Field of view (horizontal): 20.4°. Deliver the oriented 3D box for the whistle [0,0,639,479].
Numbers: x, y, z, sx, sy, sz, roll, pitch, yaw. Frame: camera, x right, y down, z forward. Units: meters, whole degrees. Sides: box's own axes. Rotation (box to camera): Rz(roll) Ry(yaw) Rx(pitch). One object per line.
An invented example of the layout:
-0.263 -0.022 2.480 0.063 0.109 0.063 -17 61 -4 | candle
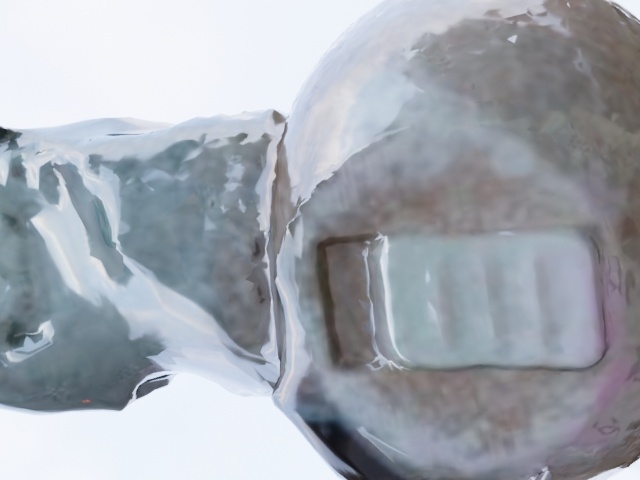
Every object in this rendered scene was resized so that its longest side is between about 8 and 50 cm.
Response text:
0.000 0.000 0.630 0.189 0.348 0.189 -3 -90 -74 | whistle
